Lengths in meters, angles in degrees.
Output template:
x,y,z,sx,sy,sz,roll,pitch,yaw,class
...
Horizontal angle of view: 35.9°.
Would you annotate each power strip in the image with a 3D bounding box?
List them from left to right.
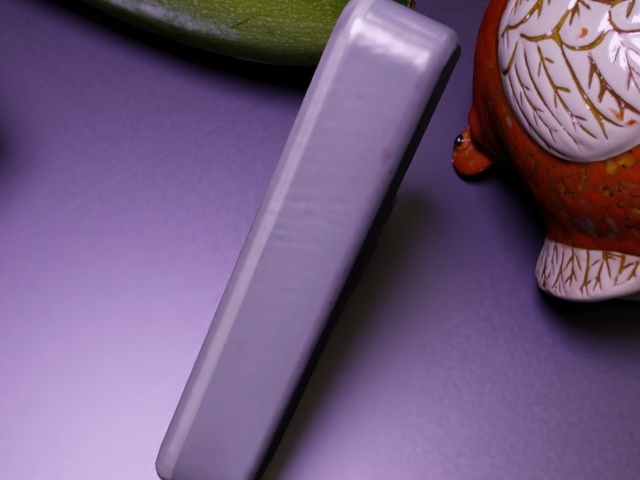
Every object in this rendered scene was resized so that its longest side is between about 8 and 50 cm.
x,y,z,sx,sy,sz,roll,pitch,yaw,class
-0.001,0.000,0.546,0.059,0.193,0.265,25,102,5,power strip

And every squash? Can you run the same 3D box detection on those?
x,y,z,sx,sy,sz,roll,pitch,yaw,class
-0.125,-0.204,0.676,0.395,0.107,0.107,22,65,9,squash

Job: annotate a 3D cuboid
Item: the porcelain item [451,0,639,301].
x,y,z,sx,sy,sz,roll,pitch,yaw,class
0.180,-0.080,0.605,0.252,0.253,0.253,1,64,-3,porcelain item
